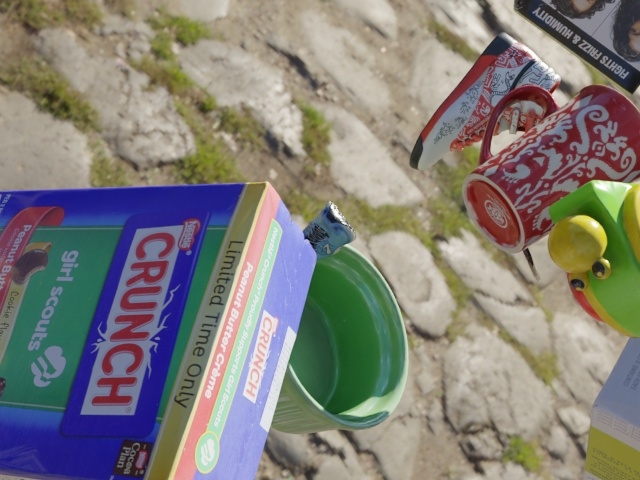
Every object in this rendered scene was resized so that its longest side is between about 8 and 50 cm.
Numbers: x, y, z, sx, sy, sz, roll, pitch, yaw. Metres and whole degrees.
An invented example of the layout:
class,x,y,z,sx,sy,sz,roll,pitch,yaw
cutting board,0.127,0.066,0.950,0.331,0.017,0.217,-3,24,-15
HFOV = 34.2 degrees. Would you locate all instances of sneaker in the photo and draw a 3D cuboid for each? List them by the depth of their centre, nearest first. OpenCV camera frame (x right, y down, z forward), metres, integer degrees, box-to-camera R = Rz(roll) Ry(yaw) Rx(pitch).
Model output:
class,x,y,z,sx,sy,sz,roll,pitch,yaw
sneaker,0.000,0.000,1.483,0.073,0.162,0.063,-34,79,-19
sneaker,0.274,-0.195,1.701,0.145,0.270,0.090,38,2,11

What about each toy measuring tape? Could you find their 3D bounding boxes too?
class,x,y,z,sx,sy,sz,roll,pitch,yaw
toy measuring tape,0.293,0.017,0.823,0.330,0.121,0.121,1,57,-41

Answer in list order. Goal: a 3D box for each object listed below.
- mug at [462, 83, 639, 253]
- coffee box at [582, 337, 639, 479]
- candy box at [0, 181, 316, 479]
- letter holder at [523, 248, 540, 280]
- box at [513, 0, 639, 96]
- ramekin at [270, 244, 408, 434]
class,x,y,z,sx,sy,sz,roll,pitch,yaw
mug,0.225,-0.073,1.054,0.169,0.150,0.113,-33,126,-19
coffee box,0.511,0.200,1.133,0.338,0.334,0.338,26,64,26
candy box,-0.191,0.093,0.877,0.122,0.317,0.268,57,41,-49
letter holder,0.391,0.011,1.610,0.302,0.152,0.215,28,42,-74
box,0.202,-0.193,0.530,0.087,0.232,0.058,35,25,-6
ramekin,-0.012,0.161,1.647,0.303,0.148,0.304,23,57,-40
